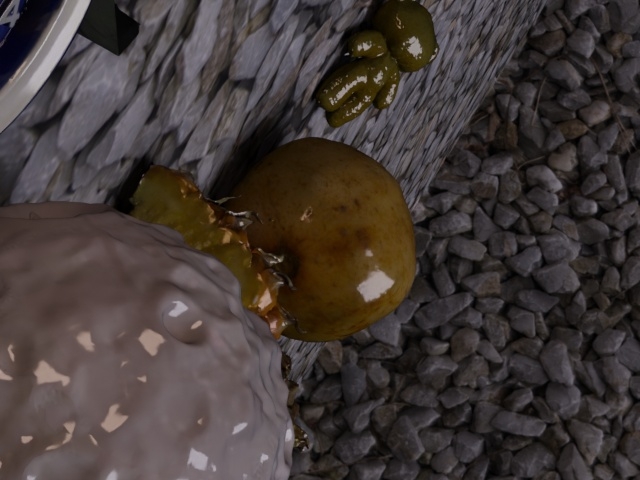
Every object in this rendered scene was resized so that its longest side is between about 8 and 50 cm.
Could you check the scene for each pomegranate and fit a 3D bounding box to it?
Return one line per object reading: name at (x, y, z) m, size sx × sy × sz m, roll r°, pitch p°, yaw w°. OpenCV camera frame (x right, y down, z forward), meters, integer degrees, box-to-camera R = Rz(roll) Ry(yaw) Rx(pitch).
pomegranate at (0.000, 0.000, 1.484) m, size 0.260 × 0.260 × 0.260 m, roll -56°, pitch 169°, yaw -17°

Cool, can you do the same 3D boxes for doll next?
doll at (0.069, -0.249, 1.634) m, size 0.209 × 0.097 × 0.137 m, roll -41°, pitch 133°, yaw -11°

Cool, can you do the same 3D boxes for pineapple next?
pineapple at (-0.118, 0.132, 1.217) m, size 0.344 × 0.286 × 0.209 m, roll -59°, pitch 169°, yaw 3°

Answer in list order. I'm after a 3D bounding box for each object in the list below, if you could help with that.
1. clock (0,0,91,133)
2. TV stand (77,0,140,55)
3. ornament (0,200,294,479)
clock at (-0.207, -0.146, 0.633) m, size 0.230 × 0.083 × 0.230 m, roll -55°, pitch 166°, yaw -21°
TV stand at (-0.149, -0.219, 0.774) m, size 0.040 × 0.049 × 0.256 m, roll -55°, pitch 168°, yaw -27°
ornament at (-0.186, 0.127, 0.816) m, size 0.337 × 0.337 × 0.337 m, roll -56°, pitch 169°, yaw -17°
